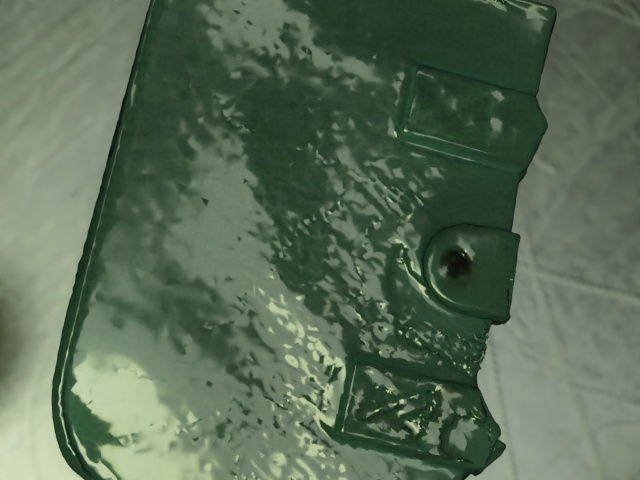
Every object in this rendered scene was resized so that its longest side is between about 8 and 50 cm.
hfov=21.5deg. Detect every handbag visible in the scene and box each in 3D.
[{"bbox_3d":[0.000,0.000,0.655,0.179,0.062,0.229,14,79,-4],"label":"handbag"}]
